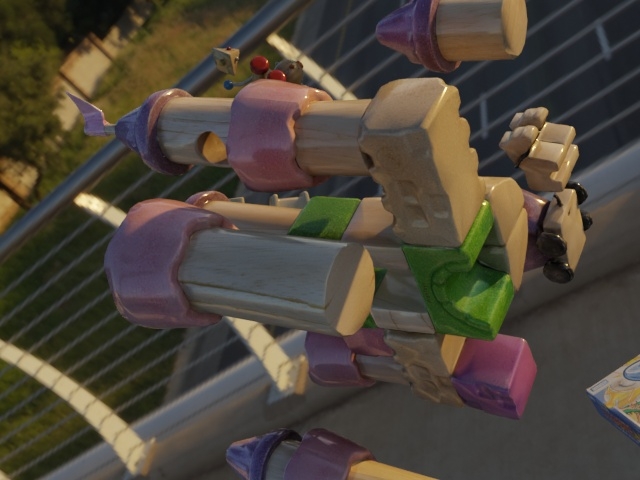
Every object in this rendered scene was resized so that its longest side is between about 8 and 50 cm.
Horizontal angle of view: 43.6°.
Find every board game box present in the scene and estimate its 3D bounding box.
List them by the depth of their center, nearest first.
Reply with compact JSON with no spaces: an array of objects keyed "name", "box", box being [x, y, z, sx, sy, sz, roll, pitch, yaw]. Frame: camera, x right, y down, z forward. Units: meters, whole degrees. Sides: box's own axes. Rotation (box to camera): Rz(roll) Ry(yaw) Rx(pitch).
[{"name":"board game box","box":[0.374,0.124,0.769,0.201,0.035,0.136,-34,11,-1]}]

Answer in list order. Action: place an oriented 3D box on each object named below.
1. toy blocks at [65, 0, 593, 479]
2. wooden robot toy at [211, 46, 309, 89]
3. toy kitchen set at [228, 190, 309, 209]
[{"name":"toy blocks","box":[0.000,0.000,0.545,0.260,0.288,0.309,6,49,34]},{"name":"wooden robot toy","box":[-0.039,-0.182,0.920,0.079,0.173,0.076,-46,-8,-28]},{"name":"toy kitchen set","box":[-0.108,-0.019,1.533,0.166,0.122,0.207,-6,0,-10]}]
